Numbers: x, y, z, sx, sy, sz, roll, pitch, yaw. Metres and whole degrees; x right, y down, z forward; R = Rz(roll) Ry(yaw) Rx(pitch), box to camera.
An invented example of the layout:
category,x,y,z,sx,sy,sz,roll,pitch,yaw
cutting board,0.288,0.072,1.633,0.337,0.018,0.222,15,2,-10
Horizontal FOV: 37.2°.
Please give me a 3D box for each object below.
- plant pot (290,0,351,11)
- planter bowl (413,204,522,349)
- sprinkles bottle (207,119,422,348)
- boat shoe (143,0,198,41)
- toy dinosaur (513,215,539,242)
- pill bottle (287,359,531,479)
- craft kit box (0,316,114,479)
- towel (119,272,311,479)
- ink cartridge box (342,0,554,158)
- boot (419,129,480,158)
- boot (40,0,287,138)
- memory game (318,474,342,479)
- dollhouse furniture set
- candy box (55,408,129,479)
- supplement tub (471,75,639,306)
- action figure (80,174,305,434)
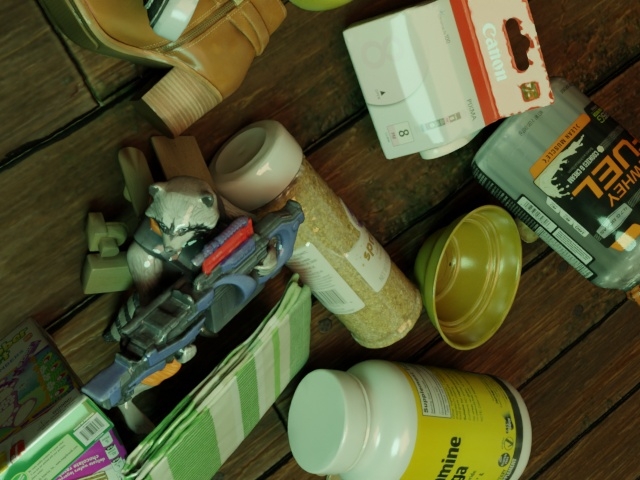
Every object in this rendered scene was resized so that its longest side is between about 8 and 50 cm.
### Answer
category,x,y,z,sx,sy,sz,roll,pitch,yaw
plant pot,0.020,-0.349,1.179,0.134,0.095,0.134,-10,112,-28
planter bowl,0.202,0.046,1.411,0.217,0.090,0.217,-15,112,-42
sprinkles bottle,0.000,0.000,1.268,0.121,0.121,0.355,-48,124,-9
boat shoe,-0.168,-0.346,0.991,0.105,0.113,0.306,16,62,-26
toy dinosaur,0.322,-0.036,1.490,0.183,0.053,0.092,-19,116,-25
pill bottle,0.129,0.273,1.379,0.334,0.188,0.188,12,100,-33
craft kit box,-0.371,0.221,1.044,0.250,0.247,0.061,-42,119,-13
towel,-0.120,0.213,1.206,0.325,0.038,0.248,-49,161,-26
ink cartridge box,0.168,-0.225,1.244,0.066,0.232,0.189,-59,133,-59
boot,0.202,-0.196,1.364,0.190,0.069,0.086,-37,114,-25
boot,-0.178,-0.284,1.081,0.220,0.109,0.283,-49,114,-16
memory game,0.064,0.304,1.472,0.186,0.012,0.186,-10,111,-28
dollhouse furniture set,-0.225,-0.033,1.179,0.144,0.123,0.151,-4,143,-30
candy box,-0.307,0.349,1.229,0.159,0.071,0.233,-29,119,-21
supplement tub,0.386,-0.067,1.347,0.316,0.193,0.193,43,80,8
action figure,-0.184,0.067,1.062,0.341,0.178,0.330,-40,157,-45
